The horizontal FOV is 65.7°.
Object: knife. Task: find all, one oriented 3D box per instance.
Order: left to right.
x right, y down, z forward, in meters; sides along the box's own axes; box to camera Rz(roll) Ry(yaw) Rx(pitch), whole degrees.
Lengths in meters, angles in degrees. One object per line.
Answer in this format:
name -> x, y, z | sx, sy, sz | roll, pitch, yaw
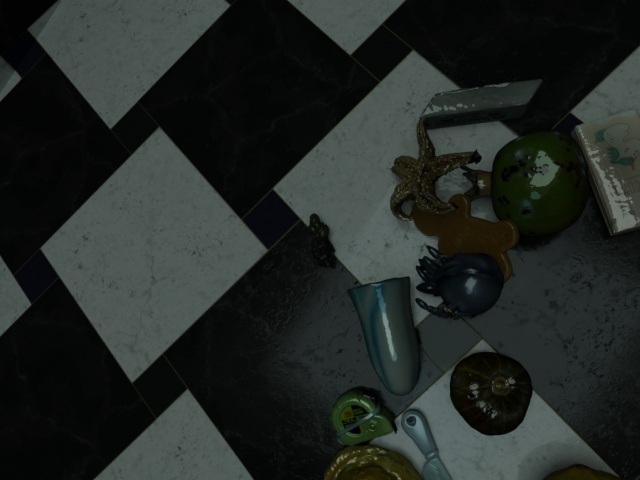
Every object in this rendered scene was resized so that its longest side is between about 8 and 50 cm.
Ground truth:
knife -> 0.317, 0.633, 1.379 | 0.080, 0.044, 0.331 | -28, 78, 8

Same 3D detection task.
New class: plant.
plant -> 0.000, 0.000, 1.558 | 0.087, 0.085, 0.174 | -8, 72, -11

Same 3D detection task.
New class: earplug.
earplug -> 0.196, 0.277, 1.407 | 0.185, 0.185, 0.323 | -13, 82, 12

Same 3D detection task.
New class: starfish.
starfish -> 0.305, -0.196, 1.407 | 0.303, 0.113, 0.311 | -19, 61, 48

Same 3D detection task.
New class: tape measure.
tape measure -> 0.108, 0.507, 1.427 | 0.178, 0.087, 0.154 | -25, 87, 11

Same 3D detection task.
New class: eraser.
eraser -> 0.474, -0.401, 1.480 | 0.353, 0.111, 0.077 | -5, 79, 14

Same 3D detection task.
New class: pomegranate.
pomegranate -> 0.545, -0.159, 1.328 | 0.324, 0.291, 0.290 | 9, 83, 8

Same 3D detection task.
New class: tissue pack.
tissue pack -> 0.833, -0.189, 1.363 | 0.170, 0.071, 0.325 | -17, 75, 12

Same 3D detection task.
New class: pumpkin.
pumpkin -> 0.445, 0.405, 1.323 | 0.219, 0.162, 0.218 | 3, 71, -10

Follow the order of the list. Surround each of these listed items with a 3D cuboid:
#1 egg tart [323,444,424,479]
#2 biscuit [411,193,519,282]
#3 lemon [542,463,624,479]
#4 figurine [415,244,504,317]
egg tart -> 0.143, 0.724, 1.360 | 0.319, 0.128, 0.318 | -2, 82, 16
biscuit -> 0.403, -0.030, 1.406 | 0.340, 0.047, 0.215 | 29, 127, 41
lemon -> 0.635, 0.679, 1.162 | 0.293, 0.293, 0.293 | -3, 79, 15
figurine -> 0.367, 0.113, 1.344 | 0.175, 0.265, 0.197 | 2, 74, -20
